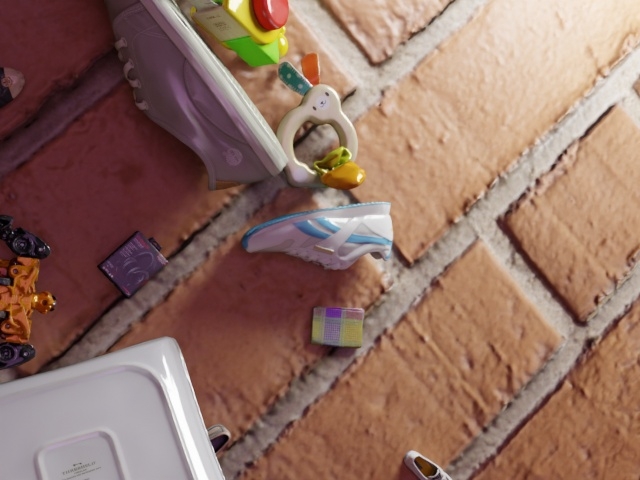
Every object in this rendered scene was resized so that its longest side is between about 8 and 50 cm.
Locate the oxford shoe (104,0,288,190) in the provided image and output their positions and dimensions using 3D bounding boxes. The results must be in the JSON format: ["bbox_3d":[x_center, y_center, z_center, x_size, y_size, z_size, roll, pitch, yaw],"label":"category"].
[{"bbox_3d":[-0.217,-0.249,1.409,0.130,0.169,0.449,-34,100,6],"label":"oxford shoe"}]

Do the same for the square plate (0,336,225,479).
[{"bbox_3d":[-0.298,0.301,1.321,0.347,0.049,0.344,-14,60,-19],"label":"square plate"}]

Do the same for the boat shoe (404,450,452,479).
[{"bbox_3d":[0.170,0.355,1.576,0.100,0.035,0.035,45,75,-12],"label":"boat shoe"}]

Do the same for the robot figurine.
[{"bbox_3d":[-0.488,0.062,1.336,0.291,0.085,0.211,9,86,-18],"label":"robot figurine"}]

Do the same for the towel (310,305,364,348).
[{"bbox_3d":[0.026,0.129,1.548,0.083,0.009,0.060,5,88,-18],"label":"towel"}]

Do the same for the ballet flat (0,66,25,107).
[{"bbox_3d":[-0.471,-0.187,1.367,0.173,0.049,0.057,-20,96,-18],"label":"ballet flat"}]

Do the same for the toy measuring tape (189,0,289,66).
[{"bbox_3d":[-0.134,-0.345,1.400,0.330,0.121,0.121,36,74,-54],"label":"toy measuring tape"}]

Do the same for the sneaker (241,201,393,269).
[{"bbox_3d":[0.000,0.000,1.504,0.229,0.087,0.092,-8,93,-17],"label":"sneaker"}]

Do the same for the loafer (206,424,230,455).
[{"bbox_3d":[-0.177,0.306,1.457,0.125,0.039,0.045,-42,102,-16],"label":"loafer"}]

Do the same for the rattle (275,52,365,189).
[{"bbox_3d":[-0.001,-0.174,1.485,0.130,0.143,0.199,1,94,0],"label":"rattle"}]

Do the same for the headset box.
[{"bbox_3d":[-0.256,0.031,1.443,0.083,0.032,0.062,-43,101,-14],"label":"headset box"}]
